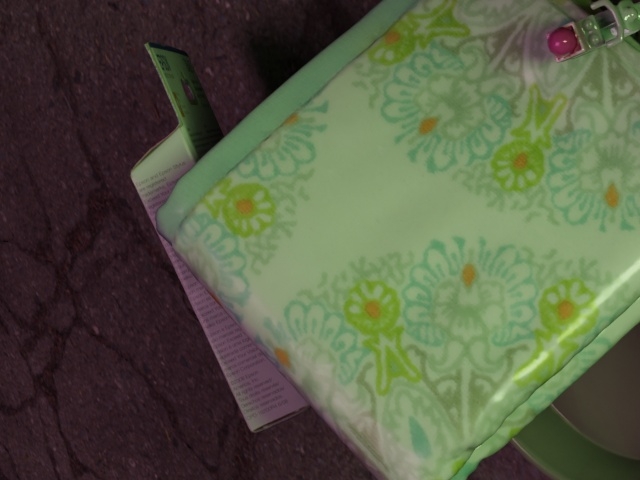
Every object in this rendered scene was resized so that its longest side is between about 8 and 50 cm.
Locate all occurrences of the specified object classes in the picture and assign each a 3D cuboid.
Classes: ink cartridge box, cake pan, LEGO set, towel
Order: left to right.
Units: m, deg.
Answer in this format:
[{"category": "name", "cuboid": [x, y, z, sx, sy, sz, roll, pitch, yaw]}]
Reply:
[{"category": "ink cartridge box", "cuboid": [-0.096, -0.012, 1.593, 0.324, 0.071, 0.330, -68, -47, -86]}, {"category": "towel", "cuboid": [0.104, -0.031, 1.341, 0.320, 0.374, 0.090, 46, 176, 26]}, {"category": "LEGO set", "cuboid": [0.158, -0.274, 1.259, 0.132, 0.107, 0.287, -31, 87, 16]}, {"category": "cake pan", "cuboid": [0.224, 0.082, 1.495, 0.293, 0.054, 0.293, 31, 133, 40]}]
